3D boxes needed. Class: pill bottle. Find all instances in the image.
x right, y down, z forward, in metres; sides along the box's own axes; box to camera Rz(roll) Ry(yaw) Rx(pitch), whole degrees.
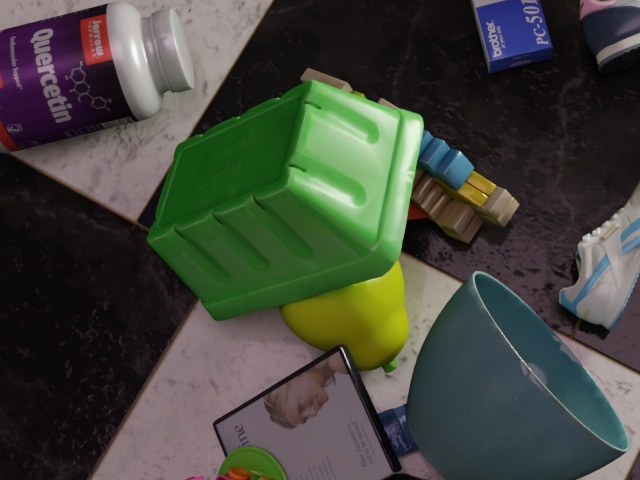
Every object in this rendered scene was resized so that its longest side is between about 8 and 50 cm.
[{"bbox_3d":[-0.362,-0.251,1.634,0.323,0.181,0.181,-14,73,4],"label":"pill bottle"}]

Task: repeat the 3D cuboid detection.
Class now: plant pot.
[{"bbox_3d":[0.224,0.211,1.398,0.195,0.290,0.290,-43,72,16],"label":"plant pot"}]

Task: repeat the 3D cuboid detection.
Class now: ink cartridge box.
[{"bbox_3d":[0.280,-0.366,1.656,0.097,0.046,0.207,-12,73,5],"label":"ink cartridge box"}]

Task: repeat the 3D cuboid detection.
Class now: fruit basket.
[{"bbox_3d":[0.000,0.000,1.476,0.392,0.392,0.283,8,61,9],"label":"fruit basket"}]

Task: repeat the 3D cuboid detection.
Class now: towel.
[{"bbox_3d":[0.113,0.263,1.506,0.119,0.029,0.067,-20,72,1],"label":"towel"}]

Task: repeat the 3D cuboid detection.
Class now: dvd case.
[{"bbox_3d":[-0.025,0.274,1.459,0.253,0.022,0.180,-35,71,30],"label":"dvd case"}]

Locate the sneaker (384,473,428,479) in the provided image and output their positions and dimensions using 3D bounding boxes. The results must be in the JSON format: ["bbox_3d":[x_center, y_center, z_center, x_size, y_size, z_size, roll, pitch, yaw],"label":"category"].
[{"bbox_3d":[0.203,0.382,1.429,0.270,0.145,0.090,4,71,46],"label":"sneaker"}]

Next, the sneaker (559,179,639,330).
[{"bbox_3d":[0.410,0.006,1.513,0.092,0.087,0.228,23,76,15],"label":"sneaker"}]

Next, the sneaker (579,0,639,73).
[{"bbox_3d":[0.534,-0.363,1.589,0.319,0.112,0.131,-22,75,-1],"label":"sneaker"}]

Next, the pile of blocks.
[{"bbox_3d":[0.101,-0.107,1.552,0.362,0.149,0.112,32,80,14],"label":"pile of blocks"}]

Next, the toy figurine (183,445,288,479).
[{"bbox_3d":[-0.119,0.354,1.412,0.173,0.159,0.130,25,104,32],"label":"toy figurine"}]
